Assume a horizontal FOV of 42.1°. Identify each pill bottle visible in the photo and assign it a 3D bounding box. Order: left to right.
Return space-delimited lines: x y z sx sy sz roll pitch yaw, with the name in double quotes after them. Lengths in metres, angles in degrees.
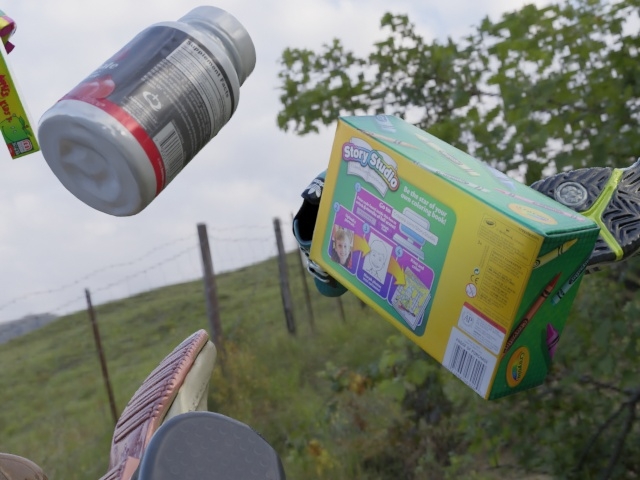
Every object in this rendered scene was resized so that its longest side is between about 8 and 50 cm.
-0.223 -0.193 1.155 0.176 0.176 0.318 -24 24 48 "pill bottle"

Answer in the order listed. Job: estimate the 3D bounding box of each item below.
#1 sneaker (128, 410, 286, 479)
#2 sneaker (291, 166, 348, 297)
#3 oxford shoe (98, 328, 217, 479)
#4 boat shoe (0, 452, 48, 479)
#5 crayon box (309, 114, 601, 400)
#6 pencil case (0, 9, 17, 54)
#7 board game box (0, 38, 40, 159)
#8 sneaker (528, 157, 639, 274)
-0.082 0.204 0.318 0.090 0.270 0.145 22 -60 -4 "sneaker"
0.000 0.000 1.529 0.121 0.108 0.302 -32 -40 -34 "sneaker"
-0.214 0.300 1.185 0.147 0.397 0.140 38 -49 -17 "oxford shoe"
-0.479 0.286 0.912 0.342 0.123 0.123 21 -58 -38 "boat shoe"
0.110 0.003 0.797 0.081 0.165 0.278 -8 32 -37 "crayon box"
-0.662 -0.420 1.487 0.236 0.104 0.104 38 -28 -12 "pencil case"
-0.460 -0.214 1.209 0.043 0.181 0.092 -21 16 -12 "board game box"
0.389 -0.020 1.103 0.385 0.145 0.147 -18 -30 -7 "sneaker"
